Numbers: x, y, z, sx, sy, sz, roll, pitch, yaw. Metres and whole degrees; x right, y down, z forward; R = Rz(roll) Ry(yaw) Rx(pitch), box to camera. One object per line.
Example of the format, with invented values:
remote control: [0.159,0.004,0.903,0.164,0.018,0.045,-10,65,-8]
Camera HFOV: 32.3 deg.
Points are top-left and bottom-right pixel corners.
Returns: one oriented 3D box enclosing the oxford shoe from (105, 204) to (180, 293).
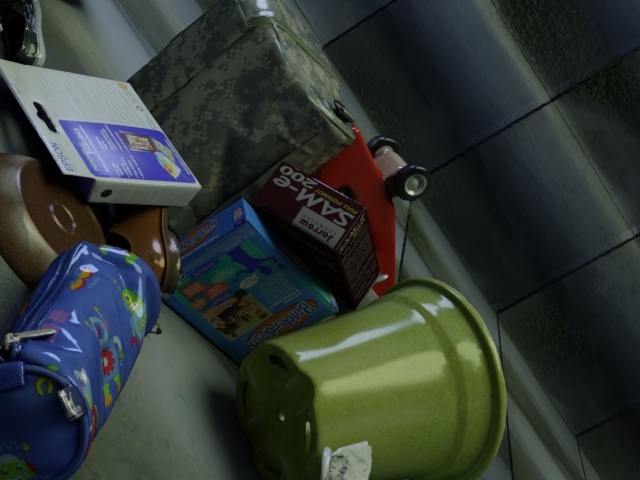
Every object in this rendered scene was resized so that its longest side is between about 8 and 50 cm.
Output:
oxford shoe: [-0.226,-0.016,1.341,0.076,0.076,0.212,4,31,-22]

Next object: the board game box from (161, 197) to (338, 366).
board game box: [-0.100,0.059,1.411,0.210,0.160,0.047,47,18,-39]

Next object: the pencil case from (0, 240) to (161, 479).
pencil case: [-0.229,0.098,0.989,0.306,0.119,0.133,-79,165,-70]

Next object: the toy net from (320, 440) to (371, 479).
toy net: [-0.028,0.281,1.183,0.232,0.045,0.122,-43,119,-41]

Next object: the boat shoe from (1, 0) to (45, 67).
boat shoe: [-0.377,-0.274,1.380,0.040,0.049,0.142,34,32,-57]

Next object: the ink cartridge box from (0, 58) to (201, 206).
ink cartridge box: [-0.273,-0.126,1.316,0.208,0.045,0.206,4,41,-50]

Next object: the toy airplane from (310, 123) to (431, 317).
toy airplane: [0.024,0.042,1.754,0.386,0.272,0.384,129,-53,-67]

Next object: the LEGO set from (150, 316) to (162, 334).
LEGO set: [-0.206,0.089,1.291,0.054,0.023,0.083,62,2,4]

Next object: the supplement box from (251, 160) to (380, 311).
supplement box: [0.000,0.000,1.450,0.130,0.073,0.239,30,-14,17]

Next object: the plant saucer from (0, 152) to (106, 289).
plant saucer: [-0.289,-0.017,1.193,0.199,0.036,0.199,54,16,-23]

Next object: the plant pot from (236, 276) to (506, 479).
plant pot: [0.044,0.198,1.377,0.253,0.276,0.276,-7,62,-35]

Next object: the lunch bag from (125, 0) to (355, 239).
lunch bag: [-0.115,-0.150,1.511,0.212,0.305,0.256,40,20,-44]

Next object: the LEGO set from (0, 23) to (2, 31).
LEGO set: [-0.396,-0.348,1.368,0.093,0.087,0.227,30,33,-50]
